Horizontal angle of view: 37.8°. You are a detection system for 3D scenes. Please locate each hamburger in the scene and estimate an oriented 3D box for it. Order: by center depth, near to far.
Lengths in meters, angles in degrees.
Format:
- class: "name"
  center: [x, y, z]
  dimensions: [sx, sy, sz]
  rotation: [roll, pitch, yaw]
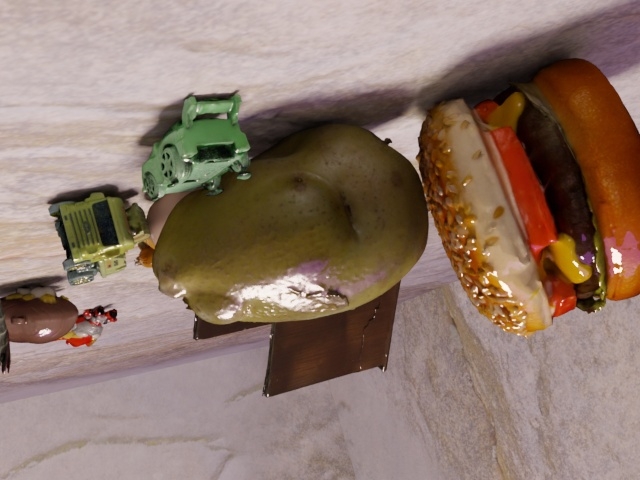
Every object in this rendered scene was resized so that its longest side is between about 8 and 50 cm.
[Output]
- class: "hamburger"
  center: [0.266, -0.048, 1.186]
  dimensions: [0.250, 0.329, 0.330]
  rotation: [-17, 170, 2]

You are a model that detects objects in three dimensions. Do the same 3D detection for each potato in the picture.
- class: "potato"
  center: [-0.035, -0.010, 1.135]
  dimensions: [0.351, 0.218, 0.202]
  rotation: [-24, -160, -17]

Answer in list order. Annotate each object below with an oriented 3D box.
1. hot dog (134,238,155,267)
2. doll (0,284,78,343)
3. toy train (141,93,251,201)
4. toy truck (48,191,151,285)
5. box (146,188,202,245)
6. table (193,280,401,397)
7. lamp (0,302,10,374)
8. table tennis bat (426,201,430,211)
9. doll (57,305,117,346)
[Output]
- class: "hot dog"
  center: [-0.162, -0.007, 1.437]
  dimensions: [0.270, 0.072, 0.109]
  rotation: [-13, 167, -26]
- class: "doll"
  center: [-0.485, 0.117, 1.568]
  dimensions: [0.145, 0.096, 0.188]
  rotation: [4, -172, -23]
- class: "toy train"
  center: [-0.135, -0.094, 1.000]
  dimensions: [0.099, 0.081, 0.149]
  rotation: [-10, 174, -34]
- class: "toy truck"
  center: [-0.281, -0.003, 1.215]
  dimensions: [0.116, 0.085, 0.191]
  rotation: [-15, 172, -14]
- class: "box"
  center: [-0.136, -0.035, 1.266]
  dimensions: [0.200, 0.088, 0.146]
  rotation: [-7, 165, -40]
- class: "table"
  center: [-0.047, 0.130, 1.711]
  dimensions: [0.282, 0.196, 0.251]
  rotation: [-9, -153, -39]
- class: "lamp"
  center: [-0.482, 0.113, 1.079]
  dimensions: [0.233, 0.233, 0.265]
  rotation: [-8, -159, -40]
- class: "table tennis bat"
  center: [0.129, -0.055, 1.796]
  dimensions: [0.220, 0.019, 0.130]
  rotation: [-7, 166, -38]
- class: "doll"
  center: [-0.496, 0.183, 1.989]
  dimensions: [0.109, 0.057, 0.169]
  rotation: [14, 137, -42]
